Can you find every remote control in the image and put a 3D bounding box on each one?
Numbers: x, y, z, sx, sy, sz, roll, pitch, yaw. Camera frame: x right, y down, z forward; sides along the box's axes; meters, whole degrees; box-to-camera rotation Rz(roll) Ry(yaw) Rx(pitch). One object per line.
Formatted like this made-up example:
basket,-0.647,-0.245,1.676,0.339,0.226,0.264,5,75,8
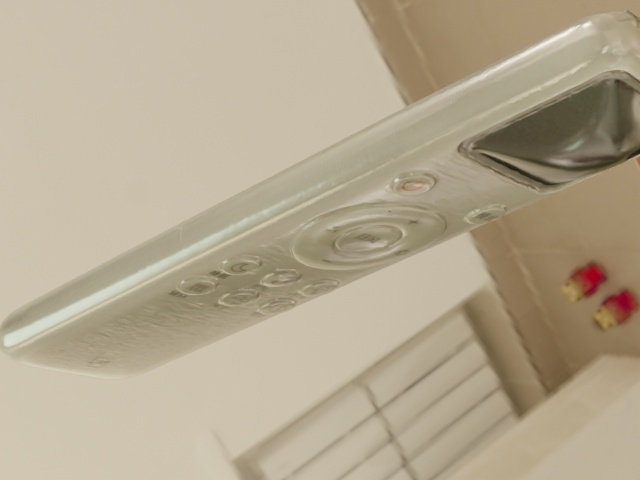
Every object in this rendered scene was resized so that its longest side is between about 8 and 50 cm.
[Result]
remote control,0.000,0.000,0.437,0.261,0.067,0.029,-25,63,33

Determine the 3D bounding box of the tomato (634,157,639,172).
tomato,0.241,-0.034,0.511,0.233,0.200,0.139,52,171,-19
